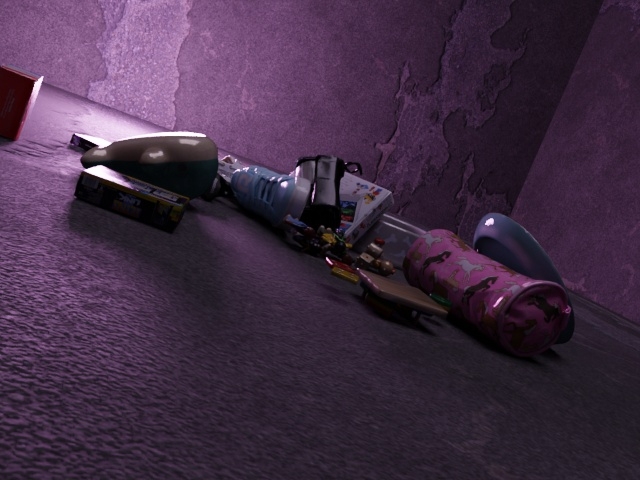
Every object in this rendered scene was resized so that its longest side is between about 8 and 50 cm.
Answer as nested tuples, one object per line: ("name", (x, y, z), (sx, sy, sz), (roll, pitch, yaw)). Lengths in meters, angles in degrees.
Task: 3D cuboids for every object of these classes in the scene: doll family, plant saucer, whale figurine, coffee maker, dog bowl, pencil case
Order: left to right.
("whale figurine", (-0.346, -0.147, 1.433), (0.271, 0.141, 0.216), (-5, 13, -10))
("doll family", (0.000, 0.000, 1.496), (0.192, 0.076, 0.111), (12, 15, -27))
("coffee maker", (0.014, -0.120, 1.728), (0.171, 0.178, 0.120), (-15, -41, 18))
("dog bowl", (0.187, -0.008, 1.940), (0.348, 0.102, 0.349), (22, 8, -3))
("pencil case", (0.322, 0.096, 1.405), (0.160, 0.167, 0.386), (56, -8, -26))
("plant saucer", (0.420, 0.091, 1.496), (0.318, 0.043, 0.318), (59, -12, 20))

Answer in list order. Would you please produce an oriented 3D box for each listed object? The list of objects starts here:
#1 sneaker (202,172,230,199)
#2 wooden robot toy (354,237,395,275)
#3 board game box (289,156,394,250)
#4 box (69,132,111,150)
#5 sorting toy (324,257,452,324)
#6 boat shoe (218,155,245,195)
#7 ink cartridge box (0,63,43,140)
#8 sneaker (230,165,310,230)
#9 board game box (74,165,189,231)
("sneaker", (-0.290, -0.144, 1.637), (0.106, 0.078, 0.234), (23, 5, 25))
("wooden robot toy", (0.137, 0.045, 1.571), (0.079, 0.076, 0.173), (35, 11, 11))
("board game box", (0.018, -0.105, 1.845), (0.305, 0.193, 0.053), (29, -28, 38))
("box", (-0.512, -0.216, 1.702), (0.162, 0.029, 0.116), (26, 8, 18))
("sorting toy", (0.123, 0.102, 1.203), (0.274, 0.046, 0.132), (20, 8, -19))
("boat shoe", (-0.241, -0.180, 1.863), (0.098, 0.096, 0.277), (-7, -13, 39))
("ink cartridge box", (-0.642, -0.290, 1.449), (0.078, 0.134, 0.231), (20, 7, -22))
("sneaker", (-0.140, -0.110, 1.665), (0.150, 0.135, 0.366), (18, -2, -20))
("board game box", (-0.317, -0.074, 1.190), (0.170, 0.048, 0.141), (20, 6, -8))
